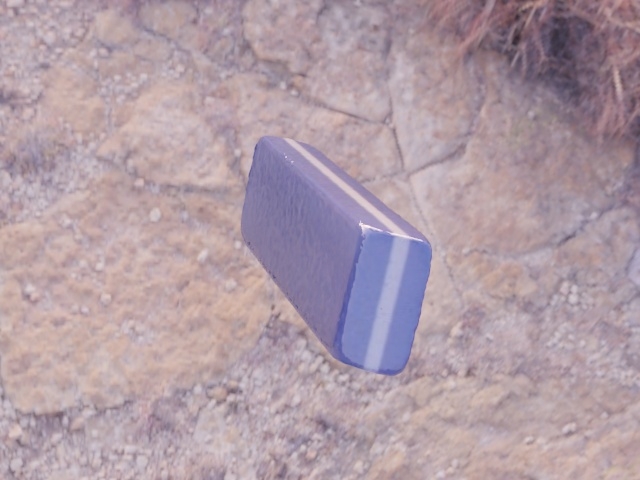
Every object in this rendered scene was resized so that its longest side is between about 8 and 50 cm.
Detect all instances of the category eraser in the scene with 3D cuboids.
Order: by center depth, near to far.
[{"bbox_3d":[0.000,0.000,0.626,0.036,0.081,0.225,4,18,-22],"label":"eraser"}]
